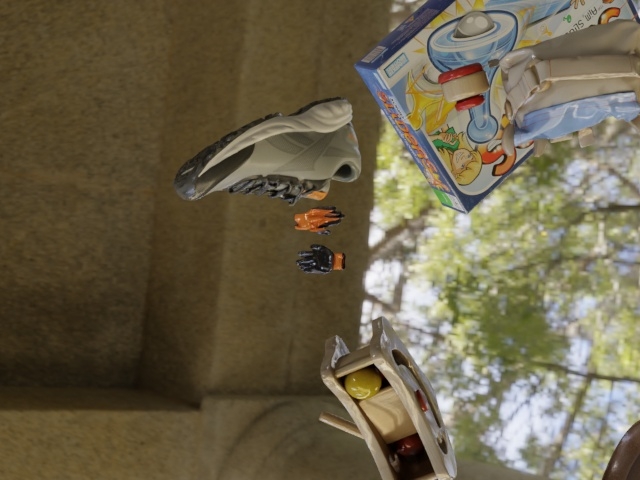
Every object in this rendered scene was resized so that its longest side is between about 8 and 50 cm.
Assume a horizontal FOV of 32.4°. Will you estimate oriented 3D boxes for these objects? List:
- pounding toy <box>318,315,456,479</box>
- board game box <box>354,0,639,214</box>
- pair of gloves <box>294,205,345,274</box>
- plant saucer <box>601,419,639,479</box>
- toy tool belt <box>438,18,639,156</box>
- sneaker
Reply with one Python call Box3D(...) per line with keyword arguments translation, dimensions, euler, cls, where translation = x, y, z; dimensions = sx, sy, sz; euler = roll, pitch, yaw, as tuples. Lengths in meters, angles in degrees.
Box3D(translation=(0.064, 0.230, 1.330), dimensions=(0.269, 0.155, 0.154), euler=(56, -163, -36), cls="pounding toy")
Box3D(translation=(0.136, -0.135, 0.795), dimensions=(0.201, 0.035, 0.136), euler=(-43, -61, -11), cls="board game box")
Box3D(translation=(0.000, 0.000, 1.345), dimensions=(0.010, 0.074, 0.083), euler=(4, -98, -53), cls="pair of gloves")
Box3D(translation=(0.475, 0.371, 1.681), dimensions=(0.036, 0.198, 0.199), euler=(23, -105, 2), cls="plant saucer")
Box3D(translation=(0.094, -0.054, 0.443), dimensions=(0.052, 0.083, 0.051), euler=(-32, -74, -76), cls="toy tool belt")
Box3D(translation=(-0.047, -0.086, 1.244), dimensions=(0.271, 0.100, 0.108), euler=(-22, -89, -43), cls="sneaker")
